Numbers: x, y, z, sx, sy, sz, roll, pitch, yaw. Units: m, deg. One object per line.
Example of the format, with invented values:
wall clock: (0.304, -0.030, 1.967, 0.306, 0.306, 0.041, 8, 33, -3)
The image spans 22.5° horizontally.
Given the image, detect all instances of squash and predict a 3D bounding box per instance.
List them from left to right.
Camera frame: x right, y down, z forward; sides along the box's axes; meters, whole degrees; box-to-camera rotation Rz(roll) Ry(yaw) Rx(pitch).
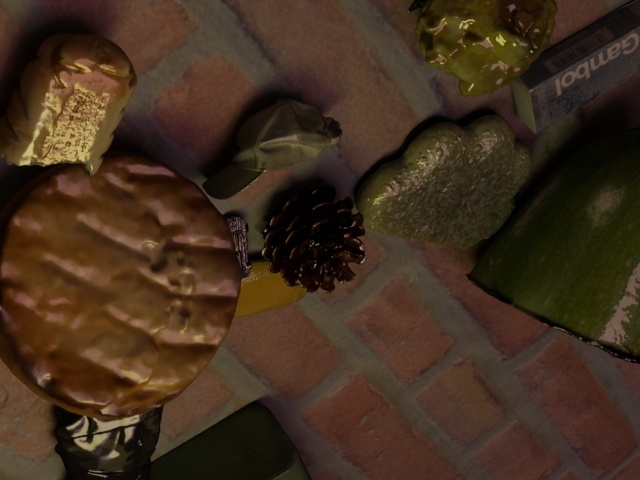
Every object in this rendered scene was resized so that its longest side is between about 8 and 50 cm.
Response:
squash: (0.399, -0.019, 2.227, 0.310, 0.310, 0.309, 18, 97, -48)

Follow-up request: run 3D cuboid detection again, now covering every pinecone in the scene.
pinecone: (-0.001, 0.001, 2.001, 0.140, 0.121, 0.140, -24, 137, -24)

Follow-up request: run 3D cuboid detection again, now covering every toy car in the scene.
toy car: (-0.109, 0.008, 1.992, 0.041, 0.025, 0.093, -15, 118, -22)

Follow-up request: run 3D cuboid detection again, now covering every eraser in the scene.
eraser: (0.351, -0.230, 2.105, 0.212, 0.046, 0.092, -31, 143, -9)

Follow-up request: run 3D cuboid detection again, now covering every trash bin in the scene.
trash bin: (-0.097, 0.415, 2.332, 0.223, 0.158, 0.343, -30, 142, -10)

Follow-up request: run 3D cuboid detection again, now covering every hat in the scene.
hat: (-0.065, -0.108, 1.887, 0.166, 0.081, 0.122, -31, -175, 15)

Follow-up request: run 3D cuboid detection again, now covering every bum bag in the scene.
bum bag: (-0.283, 0.315, 2.126, 0.144, 0.095, 0.340, -13, 139, -24)

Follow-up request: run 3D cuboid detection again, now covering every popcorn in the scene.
popcorn: (0.187, -0.252, 1.887, 0.173, 0.142, 0.173, -22, 166, -6)

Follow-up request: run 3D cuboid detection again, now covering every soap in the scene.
soap: (-0.064, 0.055, 2.078, 0.168, 0.033, 0.089, -12, 136, -31)

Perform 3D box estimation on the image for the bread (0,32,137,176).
bread: (-0.262, -0.138, 1.662, 0.119, 0.084, 0.177, 14, 120, -34)

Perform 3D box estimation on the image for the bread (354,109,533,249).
bread: (0.181, -0.081, 2.121, 0.286, 0.056, 0.207, 4, 128, -44)

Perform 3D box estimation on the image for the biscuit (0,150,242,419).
biscuit: (-0.235, 0.048, 1.778, 0.296, 0.102, 0.296, 0, 89, -27)
